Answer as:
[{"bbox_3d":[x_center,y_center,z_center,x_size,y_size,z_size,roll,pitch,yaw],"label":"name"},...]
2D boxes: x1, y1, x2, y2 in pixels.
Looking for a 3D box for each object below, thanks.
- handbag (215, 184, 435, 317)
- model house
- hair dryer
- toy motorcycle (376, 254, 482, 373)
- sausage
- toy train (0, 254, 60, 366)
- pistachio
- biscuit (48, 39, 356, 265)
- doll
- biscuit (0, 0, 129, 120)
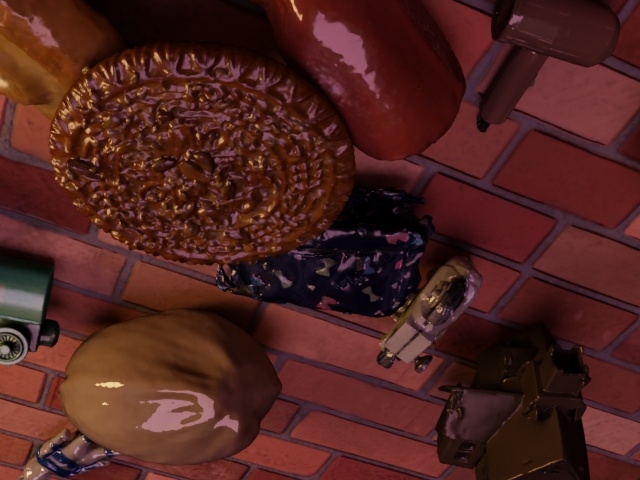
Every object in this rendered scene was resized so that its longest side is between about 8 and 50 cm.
[{"bbox_3d":[0.000,0.000,1.010,0.261,0.113,0.162,8,136,-2],"label":"handbag"},{"bbox_3d":[0.267,0.219,1.128,0.205,0.211,0.243,6,138,-5],"label":"model house"},{"bbox_3d":[0.211,-0.177,0.875,0.117,0.064,0.181,14,140,-12],"label":"hair dryer"},{"bbox_3d":[0.141,0.082,1.072,0.074,0.151,0.228,36,149,3],"label":"toy motorcycle"},{"bbox_3d":[0.044,-0.179,0.820,0.148,0.148,0.254,-25,128,24],"label":"sausage"},{"bbox_3d":[-0.463,0.072,1.115,0.248,0.101,0.159,13,110,-13],"label":"toy train"},{"bbox_3d":[-0.215,0.197,1.160,0.332,0.207,0.226,-4,177,16],"label":"pistachio"},{"bbox_3d":[-0.114,-0.067,0.834,0.306,0.038,0.305,0,141,0],"label":"biscuit"},{"bbox_3d":[-0.415,0.351,1.403,0.227,0.057,0.114,-26,133,14],"label":"doll"},{"bbox_3d":[-0.294,-0.201,0.813,0.274,0.091,0.213,39,160,-23],"label":"biscuit"}]
